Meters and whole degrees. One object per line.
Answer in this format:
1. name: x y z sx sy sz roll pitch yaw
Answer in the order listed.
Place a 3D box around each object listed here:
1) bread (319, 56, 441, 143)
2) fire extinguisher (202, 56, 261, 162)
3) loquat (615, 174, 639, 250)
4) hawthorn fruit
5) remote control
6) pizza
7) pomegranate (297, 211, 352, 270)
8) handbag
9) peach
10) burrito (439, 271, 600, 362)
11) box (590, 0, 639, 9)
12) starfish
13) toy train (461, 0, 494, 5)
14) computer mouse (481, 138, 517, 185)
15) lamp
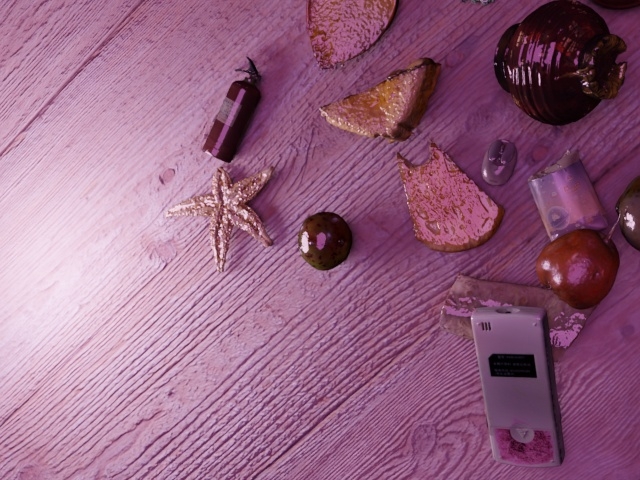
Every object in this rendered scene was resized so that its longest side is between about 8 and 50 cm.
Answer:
1. bread: 0.142 -0.263 1.800 0.252 0.174 0.133 -23 87 18
2. fire extinguisher: -0.192 -0.293 1.963 0.099 0.071 0.231 30 99 43
3. loquat: 0.658 -0.061 1.638 0.227 0.179 0.179 -32 81 -2
4. hawthorn fruit: 0.503 0.048 1.664 0.189 0.149 0.149 -24 83 20
5. remote control: 0.386 0.289 1.727 0.145 0.050 0.344 -1 113 26
6. pizza: 0.247 -0.088 1.841 0.181 0.034 0.262 -39 80 13
7. pomegranate: 0.003 0.000 1.874 0.130 0.130 0.130 0 91 17
8. handbag: 0.482 -0.084 1.744 0.117 0.095 0.173 -23 91 17
9. peach: 0.063 -0.488 1.879 0.189 0.068 0.279 27 96 7
10. burrito: 0.390 0.155 1.765 0.299 0.105 0.143 11 90 18
11. box: 0.661 -0.603 1.670 0.404 0.108 0.263 -23 83 17
12. starfish: -0.215 -0.051 1.978 0.295 0.048 0.231 -17 85 18
13. toy train: 0.319 -0.512 1.816 0.083 0.033 0.053 14 91 16
14. computer mouse: 0.362 -0.159 1.802 0.066 0.039 0.096 18 95 16
15. lamp: 0.457 -0.334 1.673 0.247 0.247 0.247 0 91 17
